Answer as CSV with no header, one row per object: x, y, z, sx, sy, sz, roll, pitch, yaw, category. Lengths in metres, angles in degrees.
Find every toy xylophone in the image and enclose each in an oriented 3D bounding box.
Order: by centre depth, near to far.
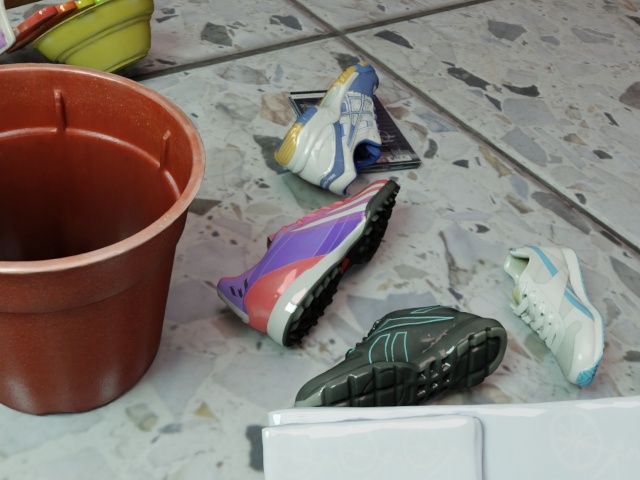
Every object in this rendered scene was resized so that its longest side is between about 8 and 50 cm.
-0.421,-0.385,1.016,0.236,0.081,0.323,-10,25,42,toy xylophone

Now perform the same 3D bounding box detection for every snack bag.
0.130,0.287,0.474,0.343,0.037,0.322,-1,74,-6,snack bag

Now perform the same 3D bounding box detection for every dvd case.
0.054,-0.193,1.080,0.165,0.018,0.221,-8,49,-21,dvd case

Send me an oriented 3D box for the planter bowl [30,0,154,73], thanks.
-0.347,-0.323,1.023,0.217,0.090,0.217,-25,19,9,planter bowl

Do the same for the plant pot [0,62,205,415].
-0.255,0.016,0.606,0.273,0.265,0.272,7,44,-7,plant pot

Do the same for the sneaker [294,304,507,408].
0.083,0.143,0.712,0.268,0.101,0.106,-15,29,-26,sneaker

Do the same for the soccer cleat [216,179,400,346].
0.000,0.000,0.811,0.117,0.108,0.318,27,47,18,soccer cleat

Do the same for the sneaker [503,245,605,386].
0.300,0.094,0.815,0.092,0.087,0.228,5,37,0,sneaker

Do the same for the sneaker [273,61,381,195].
0.042,-0.173,0.990,0.131,0.112,0.296,36,48,-2,sneaker
